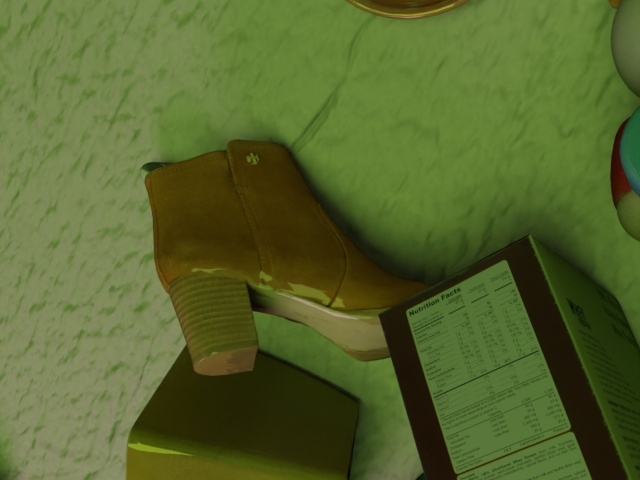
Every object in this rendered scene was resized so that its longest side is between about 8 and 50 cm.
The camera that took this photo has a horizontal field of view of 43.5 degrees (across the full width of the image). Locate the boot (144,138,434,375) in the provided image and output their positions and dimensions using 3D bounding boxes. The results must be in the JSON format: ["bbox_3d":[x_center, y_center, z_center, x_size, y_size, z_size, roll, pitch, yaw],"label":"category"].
[{"bbox_3d":[-0.001,0.001,0.725,0.104,0.295,0.211,117,143,-54],"label":"boot"}]

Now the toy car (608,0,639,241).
[{"bbox_3d":[0.293,-0.127,0.559,0.210,0.219,0.238,-16,71,24],"label":"toy car"}]

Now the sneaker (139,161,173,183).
[{"bbox_3d":[-0.123,-0.022,0.802,0.152,0.054,0.061,36,118,7],"label":"sneaker"}]

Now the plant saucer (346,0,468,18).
[{"bbox_3d":[0.076,-0.284,0.654,0.200,0.037,0.200,7,109,19],"label":"plant saucer"}]

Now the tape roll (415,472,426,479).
[{"bbox_3d":[0.208,0.356,0.777,0.321,0.077,0.321,7,109,20],"label":"tape roll"}]

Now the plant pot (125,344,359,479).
[{"bbox_3d":[-0.066,0.238,0.787,0.187,0.212,0.212,8,109,5],"label":"plant pot"}]

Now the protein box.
[{"bbox_3d":[0.173,0.136,0.612,0.136,0.200,0.201,-30,57,26],"label":"protein box"}]
